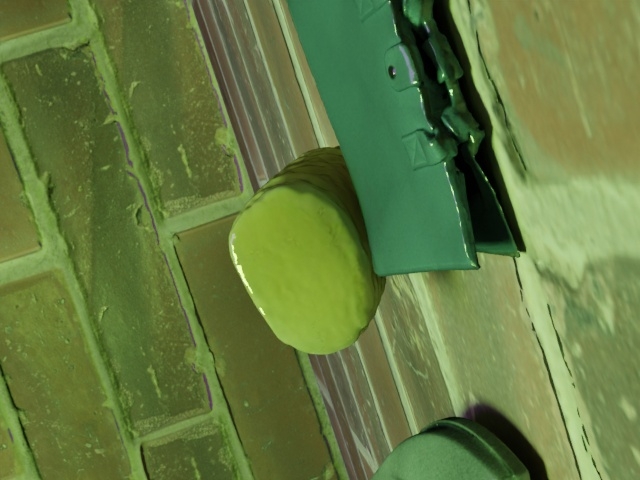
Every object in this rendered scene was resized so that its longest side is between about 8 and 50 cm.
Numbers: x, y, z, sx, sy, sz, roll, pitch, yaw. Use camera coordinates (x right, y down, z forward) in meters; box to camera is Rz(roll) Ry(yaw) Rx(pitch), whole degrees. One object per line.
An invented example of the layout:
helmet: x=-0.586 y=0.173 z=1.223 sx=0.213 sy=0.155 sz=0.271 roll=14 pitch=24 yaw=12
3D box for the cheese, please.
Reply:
cheese: x=0.000 y=0.000 z=0.634 sx=0.167 sy=0.093 sz=0.123 roll=-60 pitch=-49 yaw=-69

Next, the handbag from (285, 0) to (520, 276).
handbag: x=0.041 y=-0.090 z=0.489 sx=0.144 sy=0.057 sz=0.221 roll=173 pitch=78 yaw=-78

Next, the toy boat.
toy boat: x=0.104 y=0.216 z=0.662 sx=0.319 sy=0.092 sz=0.141 roll=102 pitch=150 yaw=-62
